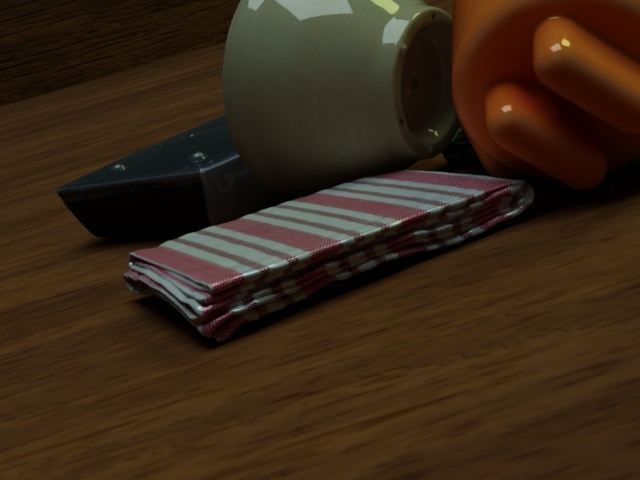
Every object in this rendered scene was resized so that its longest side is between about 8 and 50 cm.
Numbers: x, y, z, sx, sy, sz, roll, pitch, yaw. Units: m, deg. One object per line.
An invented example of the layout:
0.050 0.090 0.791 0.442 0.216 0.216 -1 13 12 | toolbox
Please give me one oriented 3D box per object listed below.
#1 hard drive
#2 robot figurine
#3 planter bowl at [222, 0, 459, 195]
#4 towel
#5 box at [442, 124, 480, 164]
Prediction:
-0.056 -0.067 0.865 0.172 0.054 0.255 -4 18 39 | hard drive
0.138 -0.120 0.656 0.128 0.158 0.219 -3 36 10 | robot figurine
0.029 -0.104 0.738 0.109 0.162 0.162 9 26 34 | planter bowl
0.000 0.000 0.618 0.197 0.029 0.144 -19 14 -22 | towel
0.127 -0.087 0.760 0.067 0.018 0.083 -2 42 42 | box
